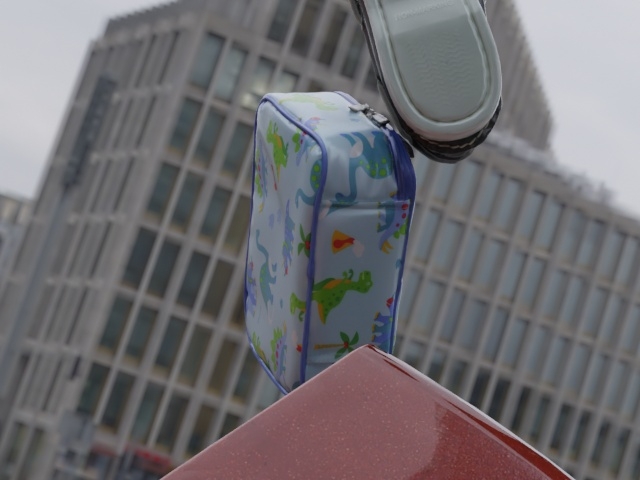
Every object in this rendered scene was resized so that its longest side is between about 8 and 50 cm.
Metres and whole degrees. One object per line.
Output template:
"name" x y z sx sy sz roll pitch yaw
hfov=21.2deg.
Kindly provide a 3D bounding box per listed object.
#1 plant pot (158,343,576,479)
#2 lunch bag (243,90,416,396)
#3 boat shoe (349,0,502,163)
"plant pot" 0.015 0.220 0.930 0.236 0.267 0.267 51 -21 16
"lunch bag" 0.000 0.000 1.310 0.090 0.219 0.176 -2 20 -21
"boat shoe" 0.065 -0.203 1.266 0.114 0.302 0.091 -5 -16 0
